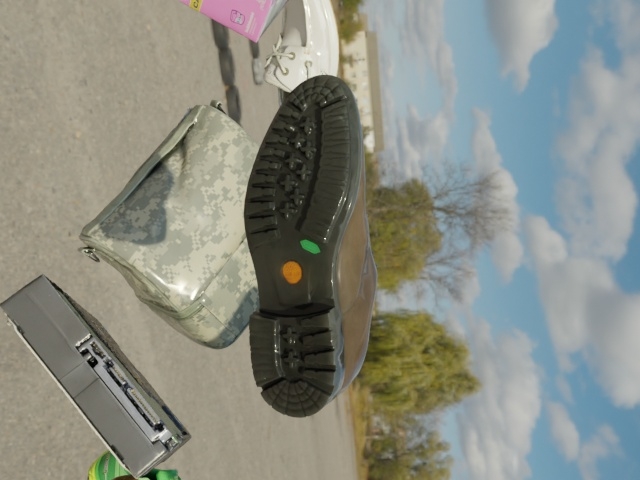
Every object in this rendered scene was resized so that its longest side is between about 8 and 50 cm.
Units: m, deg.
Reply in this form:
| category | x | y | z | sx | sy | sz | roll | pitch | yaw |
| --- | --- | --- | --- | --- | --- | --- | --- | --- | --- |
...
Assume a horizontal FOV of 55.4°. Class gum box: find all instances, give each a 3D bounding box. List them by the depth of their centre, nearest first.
| category | x | y | z | sx | sy | sz | roll | pitch | yaw |
| --- | --- | --- | --- | --- | --- | --- | --- | --- | --- |
| gum box | -0.074 | -0.288 | 0.616 | 0.062 | 0.107 | 0.188 | -58 | -172 | 43 |

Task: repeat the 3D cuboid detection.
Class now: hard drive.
| category | x | y | z | sx | sy | sz | roll | pitch | yaw |
| --- | --- | --- | --- | --- | --- | --- | --- | --- | --- |
| hard drive | -0.266 | 0.184 | 0.778 | 0.237 | 0.064 | 0.339 | 49 | -19 | 6 |

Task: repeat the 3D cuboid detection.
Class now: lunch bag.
| category | x | y | z | sx | sy | sz | roll | pitch | yaw |
| --- | --- | --- | --- | --- | --- | --- | --- | --- | --- |
| lunch bag | -0.184 | -0.030 | 0.943 | 0.305 | 0.212 | 0.256 | -53 | 126 | -19 |

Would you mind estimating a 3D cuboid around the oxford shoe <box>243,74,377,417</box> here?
| category | x | y | z | sx | sy | sz | roll | pitch | yaw |
| --- | --- | --- | --- | --- | --- | --- | --- | --- | --- |
| oxford shoe | 0.000 | 0.000 | 0.436 | 0.096 | 0.082 | 0.227 | -1 | 96 | -62 |

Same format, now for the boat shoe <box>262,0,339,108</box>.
| category | x | y | z | sx | sy | sz | roll | pitch | yaw |
| --- | --- | --- | --- | --- | --- | --- | --- | --- | --- |
| boat shoe | -0.034 | -0.240 | 0.866 | 0.098 | 0.096 | 0.277 | -135 | -146 | -52 |

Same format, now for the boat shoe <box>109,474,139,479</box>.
| category | x | y | z | sx | sy | sz | roll | pitch | yaw |
| --- | --- | --- | --- | --- | --- | --- | --- | --- | --- |
| boat shoe | -0.209 | 0.314 | 0.588 | 0.170 | 0.063 | 0.059 | -71 | 147 | -54 |

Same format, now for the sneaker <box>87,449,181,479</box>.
| category | x | y | z | sx | sy | sz | roll | pitch | yaw |
| --- | --- | --- | --- | --- | --- | --- | --- | --- | --- |
| sneaker | -0.290 | 0.479 | 1.092 | 0.295 | 0.123 | 0.109 | 40 | -9 | 12 |
